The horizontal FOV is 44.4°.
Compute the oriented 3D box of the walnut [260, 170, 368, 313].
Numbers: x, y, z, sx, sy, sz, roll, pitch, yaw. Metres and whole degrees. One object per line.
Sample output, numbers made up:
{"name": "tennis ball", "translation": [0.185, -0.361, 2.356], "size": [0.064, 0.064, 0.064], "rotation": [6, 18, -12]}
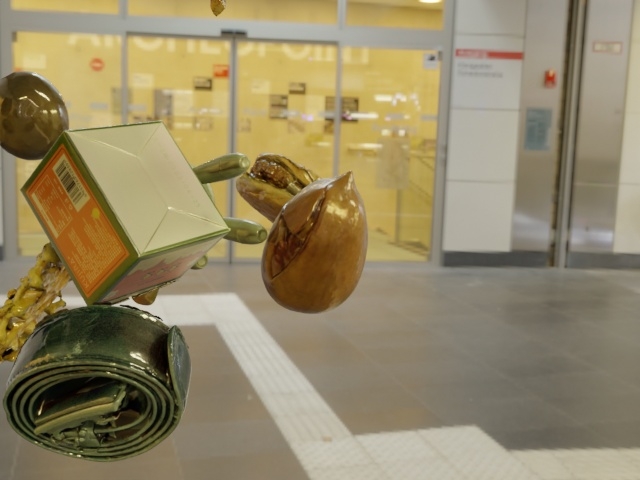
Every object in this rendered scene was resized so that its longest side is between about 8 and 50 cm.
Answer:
{"name": "walnut", "translation": [0.000, 0.000, 1.512], "size": [0.203, 0.298, 0.203], "rotation": [24, 12, -5]}

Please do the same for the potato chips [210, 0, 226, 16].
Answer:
{"name": "potato chips", "translation": [-0.144, -0.415, 1.167], "size": [0.026, 0.204, 0.037], "rotation": [-18, -39, 29]}

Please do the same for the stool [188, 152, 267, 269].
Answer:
{"name": "stool", "translation": [-0.238, -0.061, 1.478], "size": [0.195, 0.195, 0.198], "rotation": [-24, 17, -37]}

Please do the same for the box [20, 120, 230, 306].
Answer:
{"name": "box", "translation": [-0.265, -0.038, 1.064], "size": [0.148, 0.195, 0.177], "rotation": [-40, -11, 33]}

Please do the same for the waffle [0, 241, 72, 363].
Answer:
{"name": "waffle", "translation": [-0.423, 0.073, 1.212], "size": [0.060, 0.281, 0.262], "rotation": [33, 24, -2]}

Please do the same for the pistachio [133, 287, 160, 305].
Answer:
{"name": "pistachio", "translation": [-0.386, 0.047, 1.732], "size": [0.100, 0.190, 0.110], "rotation": [-17, 1, 14]}

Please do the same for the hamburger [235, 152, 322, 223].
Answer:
{"name": "hamburger", "translation": [-0.068, -0.097, 1.903], "size": [0.259, 0.145, 0.283], "rotation": [28, -13, 49]}

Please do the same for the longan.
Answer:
{"name": "longan", "translation": [-0.616, -0.264, 1.651], "size": [0.189, 0.189, 0.189], "rotation": [2, 8, 0]}

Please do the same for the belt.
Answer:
{"name": "belt", "translation": [-0.270, 0.181, 0.975], "size": [0.206, 0.116, 0.267], "rotation": [37, -54, -28]}
